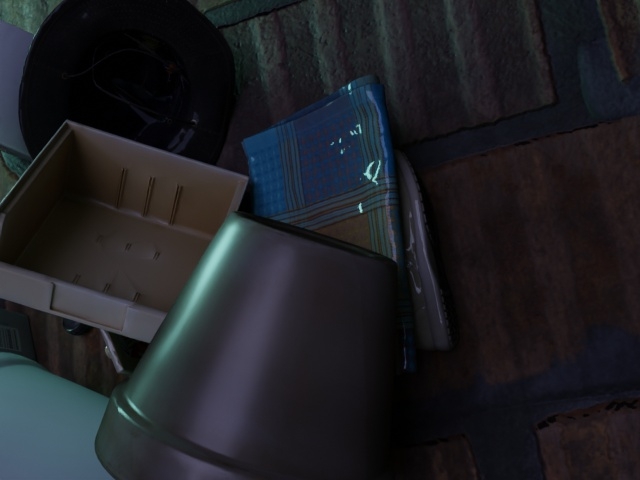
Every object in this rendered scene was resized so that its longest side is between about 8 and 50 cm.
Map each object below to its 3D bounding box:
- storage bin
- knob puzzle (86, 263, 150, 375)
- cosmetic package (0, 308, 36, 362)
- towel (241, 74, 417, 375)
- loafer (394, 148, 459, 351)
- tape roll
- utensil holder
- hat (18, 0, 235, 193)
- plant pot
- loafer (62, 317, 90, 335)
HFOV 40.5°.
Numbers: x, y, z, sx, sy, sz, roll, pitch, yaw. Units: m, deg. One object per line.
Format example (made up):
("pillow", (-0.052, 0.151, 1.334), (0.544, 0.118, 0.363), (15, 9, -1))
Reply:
("storage bin", (-0.254, -0.009, 1.119), (0.262, 0.260, 0.123), (18, 124, -4))
("knob puzzle", (-0.282, 0.103, 1.193), (0.030, 0.213, 0.213), (-27, 68, 5))
("cosmetic package", (-0.574, 0.194, 1.337), (0.238, 0.127, 0.107), (-23, 70, 15))
("towel", (0.000, 0.000, 1.117), (0.271, 0.040, 0.370), (-18, 72, 45))
("loafer", (0.104, 0.014, 1.099), (0.092, 0.102, 0.269), (-15, 73, 14))
("tape roll", (-0.508, -0.237, 1.348), (0.246, 0.246, 0.169), (18, 84, 26))
("utensil holder", (-0.306, 0.353, 1.077), (0.385, 0.327, 0.328), (16, 84, 23))
("hat", (-0.291, -0.216, 1.292), (0.331, 0.331, 0.134), (-55, 24, 2))
("plant pot", (-0.045, 0.129, 0.933), (0.323, 0.323, 0.280), (20, 94, 26))
("loafer", (-0.353, 0.060, 1.308), (0.062, 0.061, 0.170), (18, 86, 25))
